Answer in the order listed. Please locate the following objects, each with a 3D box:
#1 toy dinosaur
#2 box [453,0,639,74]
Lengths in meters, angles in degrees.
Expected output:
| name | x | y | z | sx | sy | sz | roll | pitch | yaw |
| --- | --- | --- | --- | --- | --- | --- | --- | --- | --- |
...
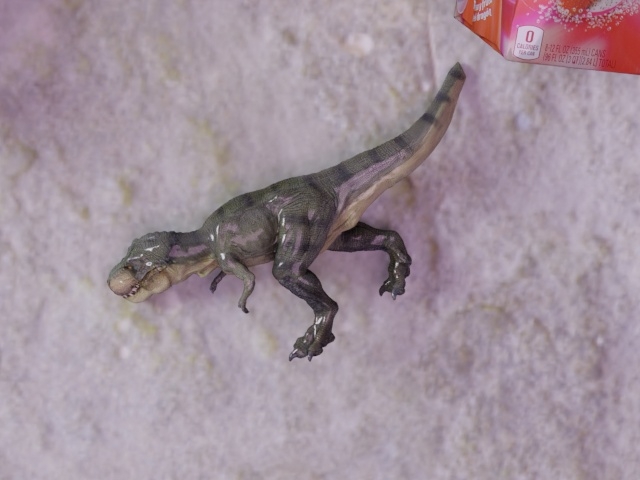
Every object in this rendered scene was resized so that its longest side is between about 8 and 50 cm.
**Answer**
| name | x | y | z | sx | sy | sz | roll | pitch | yaw |
| --- | --- | --- | --- | --- | --- | --- | --- | --- | --- |
| toy dinosaur | 0.000 | 0.000 | 1.281 | 0.268 | 0.064 | 0.118 | -28 | 105 | -5 |
| box | 0.226 | -0.171 | 1.234 | 0.256 | 0.122 | 0.128 | 6 | 106 | -14 |
